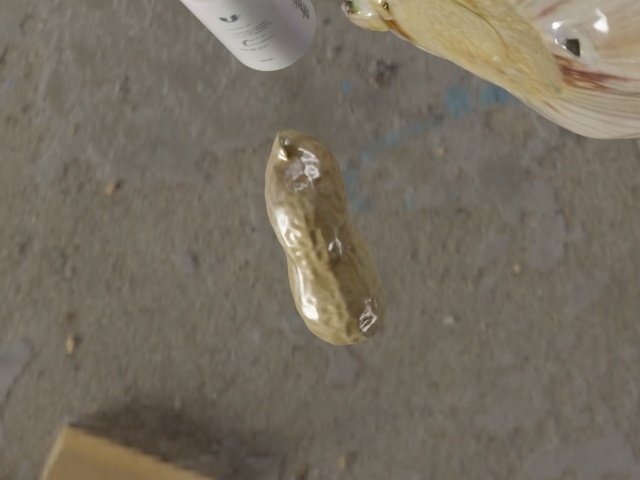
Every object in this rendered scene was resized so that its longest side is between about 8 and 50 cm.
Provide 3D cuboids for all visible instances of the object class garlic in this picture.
[{"bbox_3d":[0.149,-0.194,1.093,0.322,0.322,0.241,18,95,-10],"label":"garlic"}]

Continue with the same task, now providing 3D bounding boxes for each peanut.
[{"bbox_3d":[0.001,0.000,1.745,0.085,0.104,0.228,-15,113,11],"label":"peanut"}]

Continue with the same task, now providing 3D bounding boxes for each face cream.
[{"bbox_3d":[-0.081,-0.228,1.558,0.092,0.311,0.092,-3,78,14],"label":"face cream"}]
